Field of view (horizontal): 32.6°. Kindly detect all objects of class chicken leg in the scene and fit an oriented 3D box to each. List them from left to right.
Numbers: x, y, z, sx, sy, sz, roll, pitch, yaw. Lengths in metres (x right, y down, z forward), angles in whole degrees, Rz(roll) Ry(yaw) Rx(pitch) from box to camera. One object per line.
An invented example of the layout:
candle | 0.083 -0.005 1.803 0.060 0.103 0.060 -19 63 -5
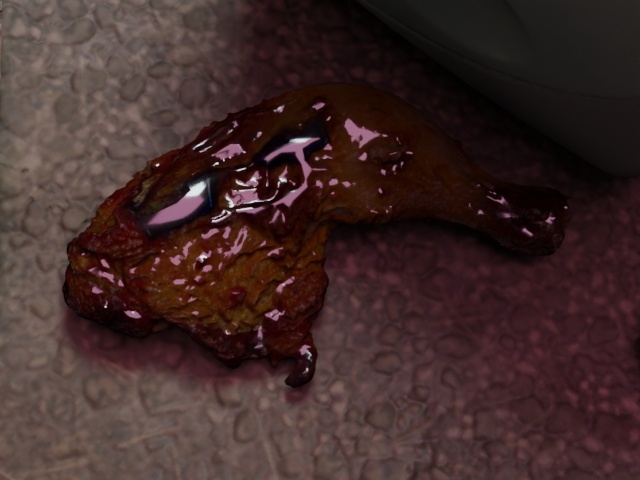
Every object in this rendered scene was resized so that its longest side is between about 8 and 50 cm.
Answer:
chicken leg | -0.003 -0.013 0.694 0.322 0.083 0.177 -26 86 -13

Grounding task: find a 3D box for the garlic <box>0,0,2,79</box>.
garlic | -0.241 -0.093 0.628 0.151 0.196 0.338 17 62 -16

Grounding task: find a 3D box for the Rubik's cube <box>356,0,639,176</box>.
Rubik's cube | 0.176 -0.274 0.622 0.352 0.351 0.347 39 86 4
